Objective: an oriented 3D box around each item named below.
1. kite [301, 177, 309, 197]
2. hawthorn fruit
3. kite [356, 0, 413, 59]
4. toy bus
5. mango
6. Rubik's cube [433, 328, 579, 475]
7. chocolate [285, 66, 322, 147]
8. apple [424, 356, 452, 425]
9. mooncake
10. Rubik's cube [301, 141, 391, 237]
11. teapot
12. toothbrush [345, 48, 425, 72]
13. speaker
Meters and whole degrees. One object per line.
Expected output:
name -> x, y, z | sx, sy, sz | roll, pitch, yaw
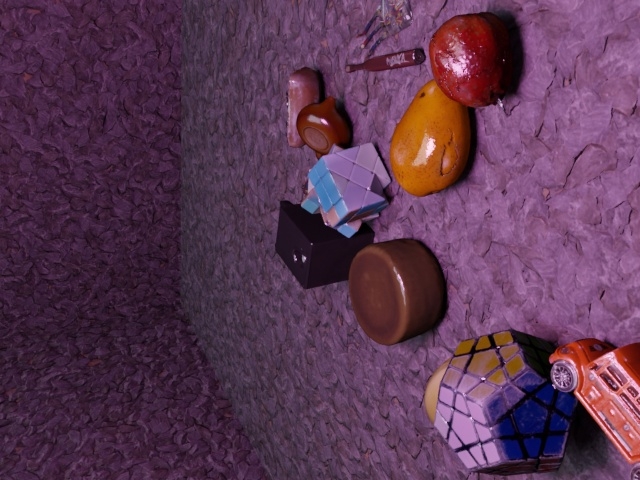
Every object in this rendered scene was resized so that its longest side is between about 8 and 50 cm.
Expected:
kite -> -0.022, -0.146, 2.328 | 0.189, 0.009, 0.232 | 37, 134, 52
hawthorn fruit -> 0.321, -0.353, 1.385 | 0.181, 0.181, 0.235 | -48, 58, 58
kite -> 0.165, -0.579, 1.776 | 0.245, 0.015, 0.141 | -36, 67, 58
toy bus -> 0.570, 0.296, 1.198 | 0.329, 0.142, 0.153 | 59, 138, 36
mango -> 0.266, -0.238, 1.573 | 0.191, 0.159, 0.291 | -135, 51, -58
Rubik's cube -> 0.393, 0.342, 1.403 | 0.264, 0.318, 0.319 | 139, 118, -86
chocolate -> -0.040, -0.417, 2.131 | 0.083, 0.161, 0.262 | 16, 125, 20
apple -> 0.344, 0.381, 1.624 | 0.200, 0.199, 0.200 | 34, 130, 54
mooncake -> 0.208, 0.135, 1.824 | 0.284, 0.155, 0.285 | 28, 123, 57
Rubik's cube -> 0.063, -0.151, 1.930 | 0.265, 0.224, 0.213 | 66, 153, 11
teapot -> 0.020, -0.340, 2.060 | 0.178, 0.135, 0.252 | 33, 155, 17
toothbrush -> 0.160, -0.476, 1.803 | 0.364, 0.040, 0.041 | 15, 114, 61
speaker -> 0.000, 0.000, 2.095 | 0.254, 0.232, 0.184 | 48, 139, 45
